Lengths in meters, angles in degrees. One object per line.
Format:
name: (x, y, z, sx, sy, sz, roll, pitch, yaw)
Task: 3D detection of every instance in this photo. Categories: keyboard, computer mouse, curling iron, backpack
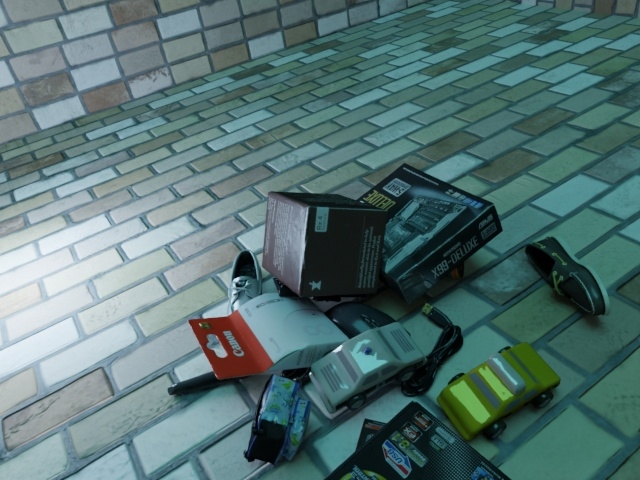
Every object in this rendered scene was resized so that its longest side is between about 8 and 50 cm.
keyboard: (0.001, 0.094, 1.021, 0.180, 0.023, 0.108, 2, 19, -16)
computer mouse: (0.130, 0.152, 0.944, 0.184, 0.060, 0.262, -35, 43, -28)
curling iron: (-0.139, 0.241, 0.909, 0.274, 0.035, 0.068, -8, 36, 2)
backpack: (-0.061, 0.276, 0.792, 0.084, 0.105, 0.114, 16, 38, -2)

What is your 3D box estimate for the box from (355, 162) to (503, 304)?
box: (0.183, -0.029, 1.081, 0.242, 0.076, 0.307, -36, 34, -7)

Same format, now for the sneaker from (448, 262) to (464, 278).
sneaker: (0.266, -0.005, 1.110, 0.087, 0.083, 0.221, -3, 34, 18)

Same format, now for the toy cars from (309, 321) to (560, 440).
toy cars: (0.177, 0.203, 0.801, 0.394, 0.087, 0.176, 7, 50, 12)

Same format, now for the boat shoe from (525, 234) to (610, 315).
boat shoe: (0.462, 0.069, 0.966, 0.069, 0.081, 0.227, -11, 29, 3)

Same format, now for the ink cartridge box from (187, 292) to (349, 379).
ink cartridge box: (-0.094, 0.158, 0.905, 0.232, 0.066, 0.189, 5, 19, -32)

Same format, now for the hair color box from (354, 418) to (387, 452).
hair color box: (0.081, 0.332, 0.728, 0.072, 0.043, 0.141, 5, 40, 18)

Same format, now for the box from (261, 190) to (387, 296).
box: (0.000, 0.000, 1.004, 0.167, 0.168, 0.203, 1, 13, -28)

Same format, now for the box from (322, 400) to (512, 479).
box: (0.147, 0.349, 0.608, 0.216, 0.060, 0.270, -24, 47, -38)

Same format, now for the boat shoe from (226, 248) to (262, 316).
boat shoe: (-0.160, 0.105, 1.057, 0.079, 0.081, 0.227, -8, 38, 1)
